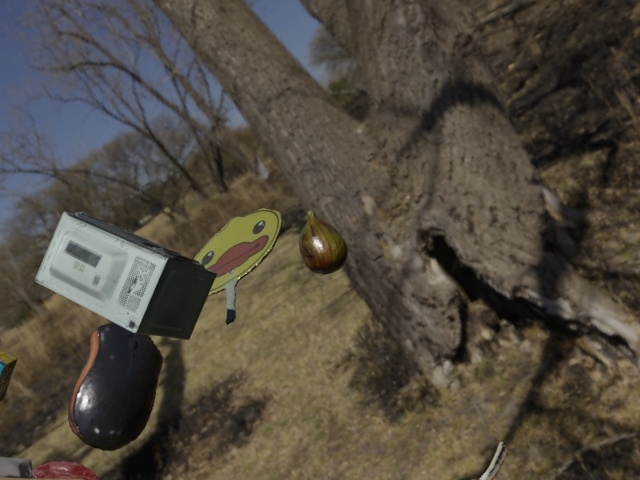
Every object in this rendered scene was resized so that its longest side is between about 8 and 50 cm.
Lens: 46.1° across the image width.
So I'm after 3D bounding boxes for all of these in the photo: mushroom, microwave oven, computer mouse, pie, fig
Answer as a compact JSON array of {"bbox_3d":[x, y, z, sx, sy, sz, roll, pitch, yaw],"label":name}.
[{"bbox_3d":[0.411,0.568,1.836,0.060,0.061,0.187,-2,31,50],"label":"mushroom"},{"bbox_3d":[-0.288,0.051,1.126,0.122,0.208,0.162,-67,-25,-3],"label":"microwave oven"},{"bbox_3d":[-0.452,0.314,1.687,0.116,0.183,0.323,-44,28,35],"label":"computer mouse"},{"bbox_3d":[-0.529,0.529,1.477,0.204,0.054,0.219,14,31,22],"label":"pie"},{"bbox_3d":[0.000,0.000,1.673,0.109,0.154,0.103,-23,-14,40],"label":"fig"}]

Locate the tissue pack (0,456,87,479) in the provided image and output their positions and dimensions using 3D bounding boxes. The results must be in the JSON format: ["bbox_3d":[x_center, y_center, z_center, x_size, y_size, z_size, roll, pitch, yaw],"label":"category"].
[{"bbox_3d":[-0.457,0.372,0.942,0.238,0.238,0.305,-29,-26,16],"label":"tissue pack"}]

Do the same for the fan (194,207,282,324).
[{"bbox_3d":[-0.162,0.042,1.404,0.230,0.011,0.335,-32,32,15],"label":"fan"}]

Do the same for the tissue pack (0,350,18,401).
[{"bbox_3d":[-0.805,0.300,1.744,0.082,0.169,0.120,-45,-24,-82],"label":"tissue pack"}]
